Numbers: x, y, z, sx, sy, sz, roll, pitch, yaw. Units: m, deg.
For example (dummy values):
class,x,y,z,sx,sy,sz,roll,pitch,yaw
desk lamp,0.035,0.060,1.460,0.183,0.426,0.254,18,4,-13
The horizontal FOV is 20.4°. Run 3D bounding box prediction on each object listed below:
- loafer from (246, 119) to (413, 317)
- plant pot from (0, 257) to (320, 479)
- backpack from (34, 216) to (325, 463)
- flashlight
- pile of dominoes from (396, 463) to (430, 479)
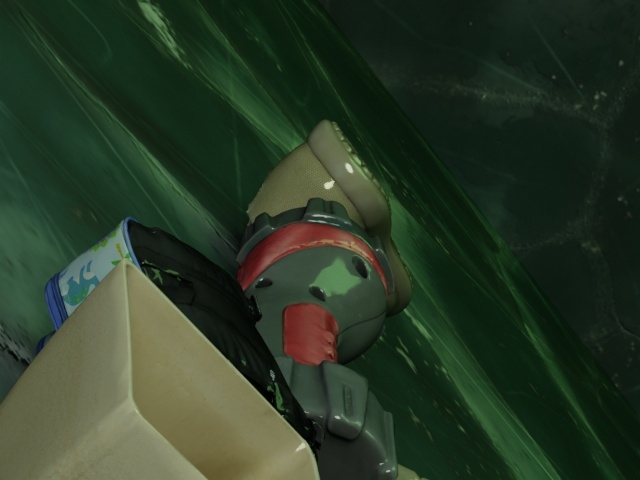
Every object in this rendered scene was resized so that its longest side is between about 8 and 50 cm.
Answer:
class,x,y,z,sx,sy,sz,roll,pitch,yaw
loafer,0.000,0.000,1.255,0.102,0.092,0.268,59,-4,23
plant pot,-0.066,0.092,0.604,0.109,0.096,0.109,48,10,-23
backpack,-0.069,0.054,0.754,0.114,0.084,0.105,45,13,-54
flashlight,-0.003,0.065,0.968,0.103,0.103,0.304,45,10,-15
pile of dominoes,0.082,0.227,1.038,0.251,0.040,0.196,31,28,-46
